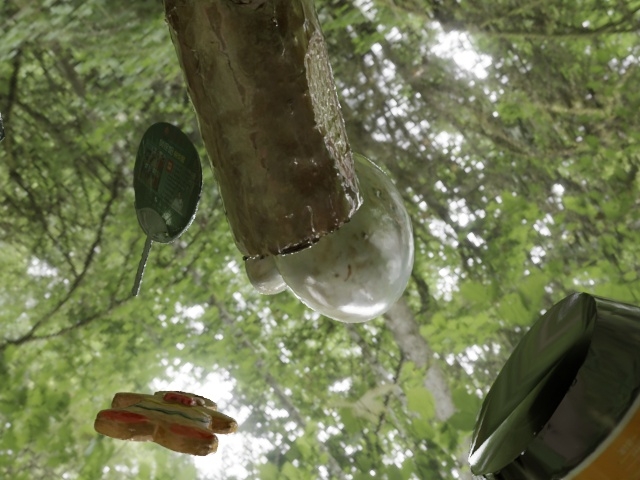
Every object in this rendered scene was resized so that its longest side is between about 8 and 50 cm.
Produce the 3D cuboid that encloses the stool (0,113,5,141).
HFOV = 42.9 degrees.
[{"bbox_3d":[-0.444,-0.135,0.796,0.232,0.232,0.141,-29,-161,22],"label":"stool"}]

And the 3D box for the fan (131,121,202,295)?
[{"bbox_3d":[-0.287,-0.076,1.394,0.294,0.012,0.223,-48,-125,35],"label":"fan"}]

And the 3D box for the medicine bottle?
[{"bbox_3d":[0.358,0.248,0.797,0.242,0.395,0.242,-53,180,0],"label":"medicine bottle"}]

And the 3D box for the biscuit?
[{"bbox_3d":[-0.187,0.216,1.029,0.250,0.165,0.036,29,73,-87],"label":"biscuit"}]

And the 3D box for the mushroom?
[{"bbox_3d":[0.000,0.000,1.113,0.243,0.243,0.243,-32,-155,17],"label":"mushroom"}]

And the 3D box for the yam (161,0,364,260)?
[{"bbox_3d":[-0.048,-0.114,0.676,0.129,0.238,0.128,-8,-164,28],"label":"yam"}]
